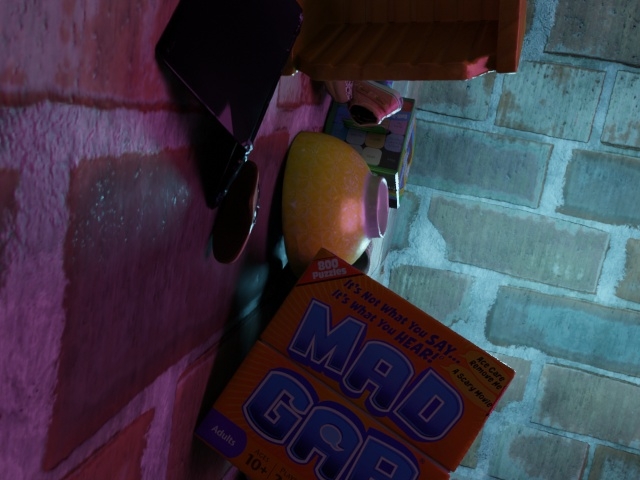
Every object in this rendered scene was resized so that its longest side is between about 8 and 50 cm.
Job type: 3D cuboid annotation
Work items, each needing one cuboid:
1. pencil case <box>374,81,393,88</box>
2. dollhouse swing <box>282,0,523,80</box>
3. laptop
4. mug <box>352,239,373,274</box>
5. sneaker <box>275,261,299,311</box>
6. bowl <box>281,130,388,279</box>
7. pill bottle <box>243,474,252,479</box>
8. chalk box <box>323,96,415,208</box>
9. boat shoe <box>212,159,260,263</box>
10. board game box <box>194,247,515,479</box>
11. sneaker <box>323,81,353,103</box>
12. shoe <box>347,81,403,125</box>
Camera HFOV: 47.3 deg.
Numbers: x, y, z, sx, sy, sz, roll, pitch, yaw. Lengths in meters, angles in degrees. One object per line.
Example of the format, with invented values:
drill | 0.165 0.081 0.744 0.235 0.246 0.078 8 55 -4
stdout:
pencil case | 0.154 -0.379 1.963 0.070 0.064 0.151 37 64 -50
dollhouse swing | 0.123 -0.428 1.063 0.315 0.347 0.305 -61 151 -55
laptop | -0.121 -0.209 0.909 0.264 0.136 0.234 -45 -157 60
mug | 0.094 0.018 1.986 0.169 0.113 0.150 -54 156 -72
sneaker | -0.064 0.131 1.450 0.078 0.067 0.188 -36 133 -62
bowl | 0.043 -0.065 1.387 0.289 0.156 0.289 1 90 -75
pill bottle | -0.091 0.552 1.497 0.162 0.162 0.278 49 54 -76
chalk box | 0.106 -0.213 1.604 0.289 0.180 0.179 72 32 -71
boat shoe | -0.111 -0.036 1.031 0.049 0.056 0.152 52 51 -69
board game box | 0.070 0.284 1.263 0.356 0.356 0.356 -56 166 -6
sneaker | 0.100 -0.437 1.316 0.158 0.182 0.410 -54 156 -61
shoe | 0.072 -0.284 1.463 0.081 0.178 0.063 -39 141 -30
